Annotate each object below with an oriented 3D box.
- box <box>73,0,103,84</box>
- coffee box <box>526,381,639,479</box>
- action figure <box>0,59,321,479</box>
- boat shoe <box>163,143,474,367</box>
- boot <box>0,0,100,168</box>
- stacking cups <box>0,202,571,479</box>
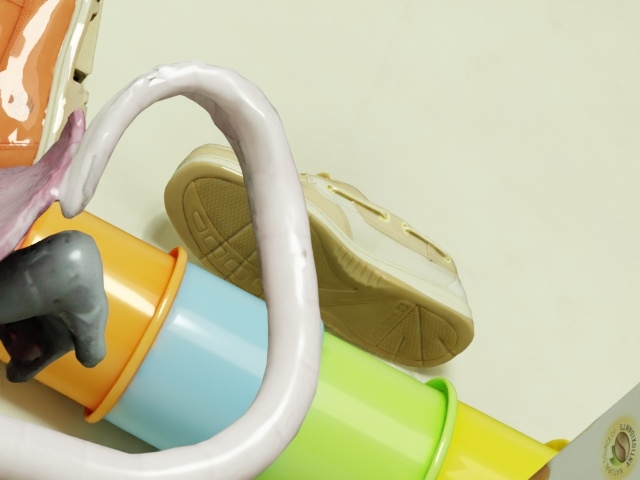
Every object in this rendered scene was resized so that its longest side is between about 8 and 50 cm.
[{"bbox_3d":[-0.178,-0.177,0.846,0.164,0.021,0.201,24,41,-21],"label":"box"},{"bbox_3d":[0.106,0.156,0.588,0.141,0.246,0.098,16,44,-29],"label":"coffee box"},{"bbox_3d":[-0.196,0.076,0.402,0.370,0.275,0.248,14,57,-52],"label":"action figure"},{"bbox_3d":[0.000,0.000,0.800,0.170,0.063,0.059,33,36,-26],"label":"boat shoe"},{"bbox_3d":[-0.143,-0.097,0.751,0.084,0.059,0.158,13,63,-18],"label":"boot"},{"bbox_3d":[-0.050,0.060,0.688,0.316,0.096,0.096,26,41,-11],"label":"stacking cups"}]
